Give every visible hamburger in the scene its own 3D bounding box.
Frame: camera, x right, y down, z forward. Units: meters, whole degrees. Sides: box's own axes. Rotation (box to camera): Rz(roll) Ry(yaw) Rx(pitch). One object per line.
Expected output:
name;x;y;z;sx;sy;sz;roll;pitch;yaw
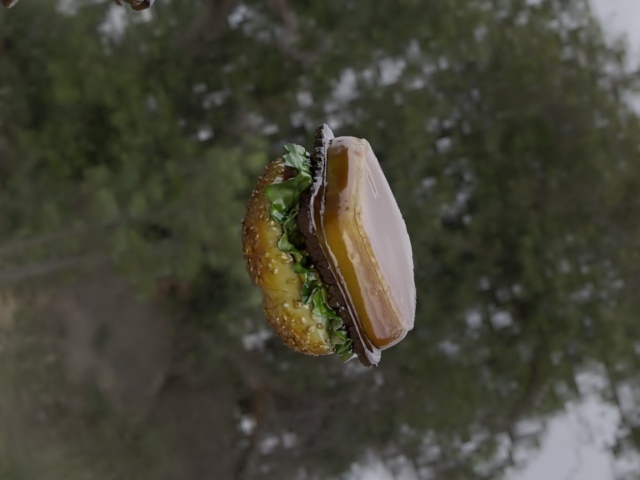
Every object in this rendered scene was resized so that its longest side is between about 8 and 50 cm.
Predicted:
hamburger;0.000;0.000;1.179;0.166;0.087;0.137;-80;149;-65

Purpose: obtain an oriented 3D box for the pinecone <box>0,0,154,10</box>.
pinecone;-0.112;-0.217;1.079;0.150;0.195;0.179;44;38;-61
